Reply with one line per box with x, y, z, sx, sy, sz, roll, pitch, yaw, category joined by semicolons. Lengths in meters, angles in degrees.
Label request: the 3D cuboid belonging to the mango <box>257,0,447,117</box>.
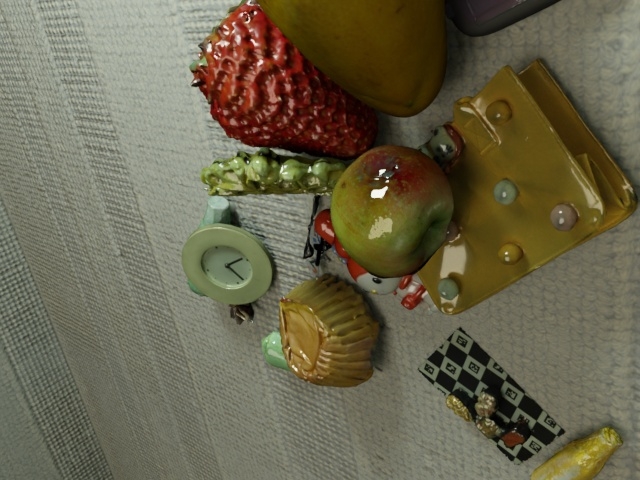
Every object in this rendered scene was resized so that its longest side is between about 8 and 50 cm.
0.054;-0.341;0.944;0.445;0.232;0.300;41;-160;-52;mango

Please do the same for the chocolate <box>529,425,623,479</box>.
0.467;0.402;1.227;0.085;0.085;0.219;43;135;17;chocolate

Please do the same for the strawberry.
-0.049;-0.268;1.204;0.351;0.267;0.312;32;174;-15;strawberry

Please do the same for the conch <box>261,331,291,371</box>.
-0.082;0.301;1.740;0.170;0.079;0.106;28;149;23;conch

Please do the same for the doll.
0.112;0.033;1.297;0.290;0.130;0.161;37;164;2;doll

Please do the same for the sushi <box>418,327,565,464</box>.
0.320;0.327;1.349;0.279;0.043;0.192;45;140;14;sushi

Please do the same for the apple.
0.105;-0.050;1.073;0.188;0.174;0.207;45;122;31;apple

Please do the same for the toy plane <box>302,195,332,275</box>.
0.000;0.001;1.465;0.078;0.053;0.197;40;138;33;toy plane

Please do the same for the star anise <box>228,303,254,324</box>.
-0.217;0.162;1.800;0.129;0.056;0.124;-8;84;53;star anise

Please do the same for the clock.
-0.228;0.059;1.675;0.235;0.029;0.235;6;125;8;clock

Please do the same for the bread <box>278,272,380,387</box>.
0.007;0.216;1.526;0.274;0.149;0.274;27;129;39;bread

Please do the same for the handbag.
0.260;-0.067;1.088;0.283;0.133;0.401;60;144;10;handbag

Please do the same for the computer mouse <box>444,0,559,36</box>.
0.270;-0.364;0.922;0.232;0.057;0.120;-19;101;48;computer mouse

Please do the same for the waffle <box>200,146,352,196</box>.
-0.060;-0.114;1.261;0.317;0.297;0.073;-1;87;56;waffle

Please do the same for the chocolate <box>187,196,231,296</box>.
-0.275;0.013;1.726;0.110;0.110;0.291;38;135;23;chocolate
